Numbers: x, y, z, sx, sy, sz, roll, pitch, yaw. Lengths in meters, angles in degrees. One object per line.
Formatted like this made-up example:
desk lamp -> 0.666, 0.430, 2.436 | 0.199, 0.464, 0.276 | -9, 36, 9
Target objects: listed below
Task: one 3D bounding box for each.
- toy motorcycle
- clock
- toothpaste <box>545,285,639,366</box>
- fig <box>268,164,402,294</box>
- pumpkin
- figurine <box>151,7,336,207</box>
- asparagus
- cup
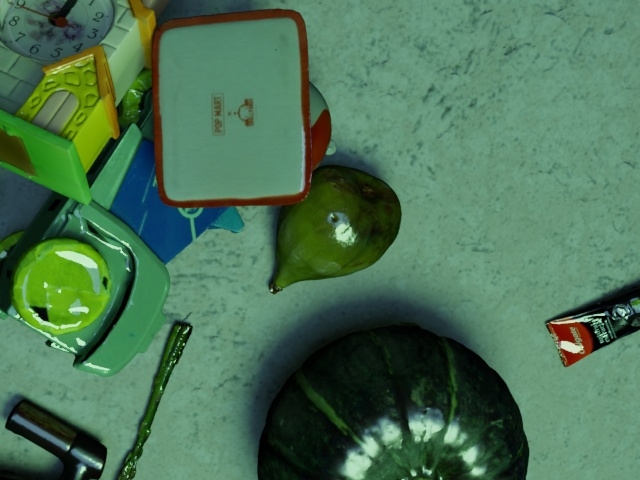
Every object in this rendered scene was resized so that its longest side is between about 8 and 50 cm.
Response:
toy motorcycle -> -0.201, -0.017, 0.967 | 0.200, 0.191, 0.326 | 40, 76, -24
clock -> -0.267, -0.200, 0.863 | 0.220, 0.106, 0.255 | 24, 66, 6
toothpaste -> 0.396, 0.100, 1.163 | 0.193, 0.045, 0.071 | -25, 106, 2
fig -> 0.013, 0.007, 1.029 | 0.133, 0.126, 0.185 | -2, 117, -50
pumpkin -> 0.085, 0.258, 1.037 | 0.323, 0.241, 0.323 | -1, 96, -9
figurine -> -0.055, -0.127, 0.942 | 0.160, 0.226, 0.183 | -1, 92, 17
asparagus -> -0.207, 0.207, 1.086 | 0.023, 0.022, 0.233 | 11, 102, -58
cup -> -0.340, 0.324, 1.017 | 0.177, 0.166, 0.239 | 11, 102, -16
